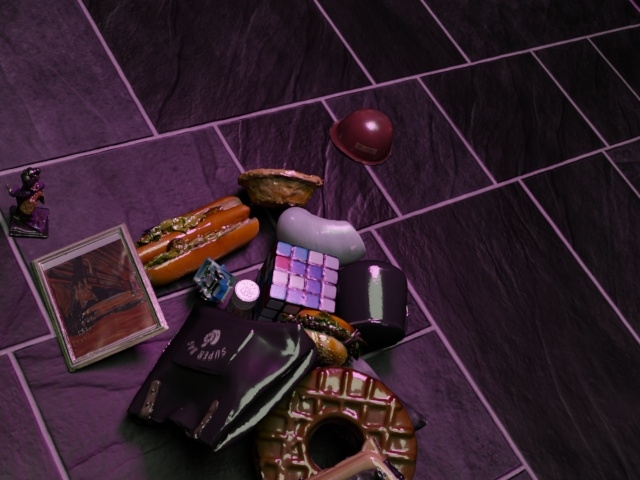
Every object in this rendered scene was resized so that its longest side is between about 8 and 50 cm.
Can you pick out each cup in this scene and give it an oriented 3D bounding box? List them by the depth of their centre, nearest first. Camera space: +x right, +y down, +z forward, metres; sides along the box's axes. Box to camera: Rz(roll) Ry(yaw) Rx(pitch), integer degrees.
[{"bbox_3d":[0.130,0.155,2.010,0.223,0.169,0.177,30,47,-41],"label":"cup"}]

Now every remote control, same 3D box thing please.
[{"bbox_3d":[-0.356,-0.026,2.020,0.091,0.016,0.034,-29,55,-35],"label":"remote control"}]

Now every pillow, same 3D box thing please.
[{"bbox_3d":[0.081,0.349,1.874,0.250,0.106,0.186,44,58,14],"label":"pillow"}]

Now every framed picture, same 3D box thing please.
[{"bbox_3d":[-0.456,0.110,1.835,0.216,0.016,0.273,-24,66,-10],"label":"framed picture"}]

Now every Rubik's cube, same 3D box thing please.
[{"bbox_3d":[-0.058,0.118,1.951,0.151,0.155,0.154,17,53,-13],"label":"Rubik's cube"}]

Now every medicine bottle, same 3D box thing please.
[{"bbox_3d":[-0.168,0.130,1.938,0.057,0.089,0.057,10,54,-14],"label":"medicine bottle"}]

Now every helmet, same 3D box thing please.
[{"bbox_3d":[0.119,-0.293,2.347,0.175,0.106,0.155,22,51,-1],"label":"helmet"}]

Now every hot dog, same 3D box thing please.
[{"bbox_3d":[-0.283,-0.003,1.978,0.337,0.100,0.135,-27,70,-35],"label":"hot dog"}]

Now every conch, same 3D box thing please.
[{"bbox_3d":[-0.003,0.005,2.036,0.185,0.221,0.121,25,83,-51],"label":"conch"}]

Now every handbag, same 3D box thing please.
[{"bbox_3d":[-0.208,0.264,1.732,0.342,0.152,0.288,7,48,39],"label":"handbag"}]

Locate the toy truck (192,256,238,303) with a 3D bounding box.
[{"bbox_3d":[-0.211,0.093,1.877,0.081,0.175,0.067,32,91,-22],"label":"toy truck"}]

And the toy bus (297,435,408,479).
[{"bbox_3d":[0.001,0.509,1.576,0.365,0.177,0.202,-28,77,0],"label":"toy bus"}]

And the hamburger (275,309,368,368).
[{"bbox_3d":[0.000,0.208,1.833,0.189,0.164,0.093,28,66,-22],"label":"hamburger"}]

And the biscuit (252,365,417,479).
[{"bbox_3d":[0.027,0.409,1.743,0.331,0.103,0.332,0,75,0],"label":"biscuit"}]

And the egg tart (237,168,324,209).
[{"bbox_3d":[-0.094,-0.120,2.095,0.212,0.212,0.090,2,87,-21],"label":"egg tart"}]

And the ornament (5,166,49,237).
[{"bbox_3d":[-0.612,-0.091,1.851,0.081,0.203,0.088,-2,59,-14],"label":"ornament"}]
